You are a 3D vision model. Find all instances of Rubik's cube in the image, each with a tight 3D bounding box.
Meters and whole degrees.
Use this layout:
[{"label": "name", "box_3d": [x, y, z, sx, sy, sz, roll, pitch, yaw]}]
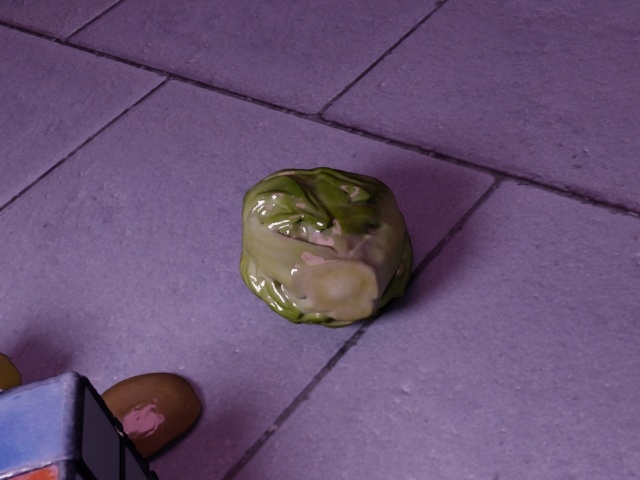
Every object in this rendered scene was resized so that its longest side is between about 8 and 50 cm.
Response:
[{"label": "Rubik's cube", "box_3d": [-0.409, 0.415, 1.218, 0.318, 0.316, 0.313, -18, 41, 3]}]

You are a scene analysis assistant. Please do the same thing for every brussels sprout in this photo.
[{"label": "brussels sprout", "box_3d": [0.000, 0.000, 1.573, 0.328, 0.247, 0.328, -13, 38, 10]}]

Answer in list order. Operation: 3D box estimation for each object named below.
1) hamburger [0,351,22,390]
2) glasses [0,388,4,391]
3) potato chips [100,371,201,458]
[{"label": "hamburger", "box_3d": [-0.631, 0.262, 1.500, 0.186, 0.261, 0.302, 25, 14, 28]}, {"label": "glasses", "box_3d": [-0.513, 0.344, 1.444, 0.095, 0.162, 0.255, 16, 49, 31]}, {"label": "potato chips", "box_3d": [-0.307, 0.285, 1.513, 0.208, 0.062, 0.195, -2, 42, 22]}]
